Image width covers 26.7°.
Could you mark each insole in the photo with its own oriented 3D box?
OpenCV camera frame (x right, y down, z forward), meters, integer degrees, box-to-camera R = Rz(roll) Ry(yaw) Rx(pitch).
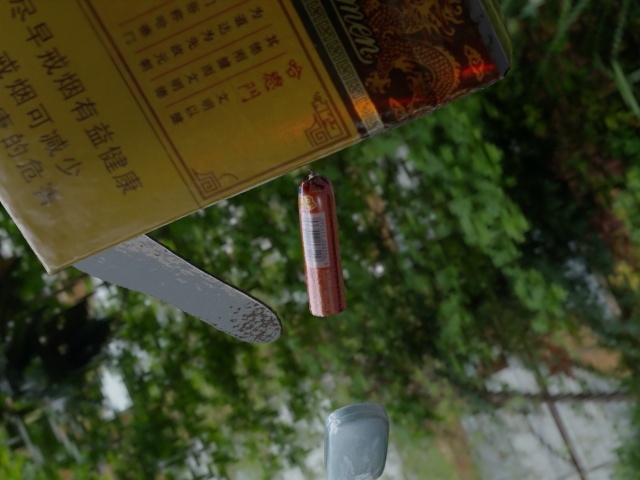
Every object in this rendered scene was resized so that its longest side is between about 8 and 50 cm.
[{"bbox_3d":[-0.190,0.033,1.504,0.327,0.111,0.007,26,-131,-5],"label":"insole"}]

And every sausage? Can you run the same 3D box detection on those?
[{"bbox_3d":[0.000,0.000,1.153,0.034,0.034,0.130,-93,-4,-69],"label":"sausage"}]

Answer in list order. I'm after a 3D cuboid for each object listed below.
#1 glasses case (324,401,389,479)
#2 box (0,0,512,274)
[{"bbox_3d":[0.039,0.230,1.497,0.178,0.067,0.045,91,167,-57],"label":"glasses case"},{"bbox_3d":[-0.090,-0.170,1.038,0.264,0.415,0.116,60,-166,-23],"label":"box"}]
